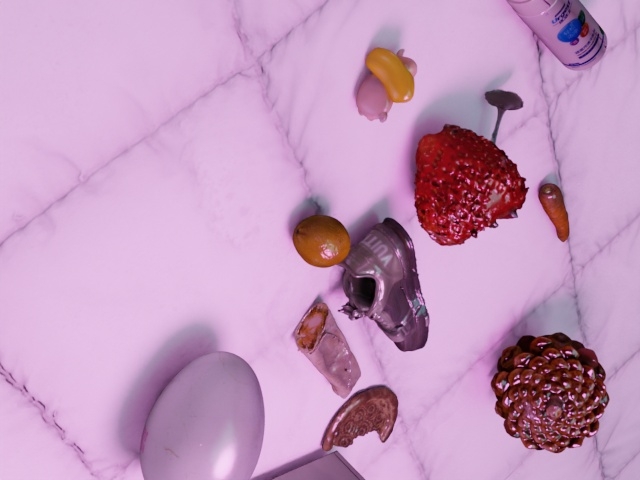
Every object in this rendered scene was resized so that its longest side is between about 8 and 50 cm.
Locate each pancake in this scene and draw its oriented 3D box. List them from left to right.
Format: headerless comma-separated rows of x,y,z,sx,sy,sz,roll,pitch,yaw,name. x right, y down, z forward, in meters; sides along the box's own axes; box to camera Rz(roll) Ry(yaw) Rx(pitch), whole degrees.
0.079,0.359,2.062,0.190,0.020,0.184,-32,137,-23,pancake

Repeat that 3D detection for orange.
0.000,0.000,1.672,0.095,0.085,0.085,28,98,-31,orange

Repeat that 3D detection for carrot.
0.469,-0.054,2.124,0.047,0.047,0.191,-47,145,-7,carrot

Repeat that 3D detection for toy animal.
0.111,-0.230,1.612,0.082,0.091,0.114,-11,125,-57,toy animal

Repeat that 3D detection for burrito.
0.019,0.202,1.854,0.087,0.060,0.226,-47,140,-15,burrito

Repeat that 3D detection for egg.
-0.177,0.295,1.637,0.183,0.183,0.264,10,104,-47,egg

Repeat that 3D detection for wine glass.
0.295,-0.131,1.876,0.074,0.074,0.262,-17,131,-36,wine glass

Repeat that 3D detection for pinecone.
0.475,0.319,2.256,0.264,0.264,0.264,-25,133,-30,pinecone

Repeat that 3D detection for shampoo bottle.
0.376,-0.381,1.750,0.092,0.092,0.303,-56,141,4,shampoo bottle

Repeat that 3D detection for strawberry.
0.232,-0.096,1.757,0.201,0.187,0.184,57,46,-26,strawberry

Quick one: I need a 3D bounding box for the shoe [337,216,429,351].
0.094,0.104,1.828,0.149,0.109,0.293,-30,132,-20,shoe

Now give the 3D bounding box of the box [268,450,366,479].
-0.045,0.536,1.986,0.225,0.117,0.225,-15,131,-36,box
